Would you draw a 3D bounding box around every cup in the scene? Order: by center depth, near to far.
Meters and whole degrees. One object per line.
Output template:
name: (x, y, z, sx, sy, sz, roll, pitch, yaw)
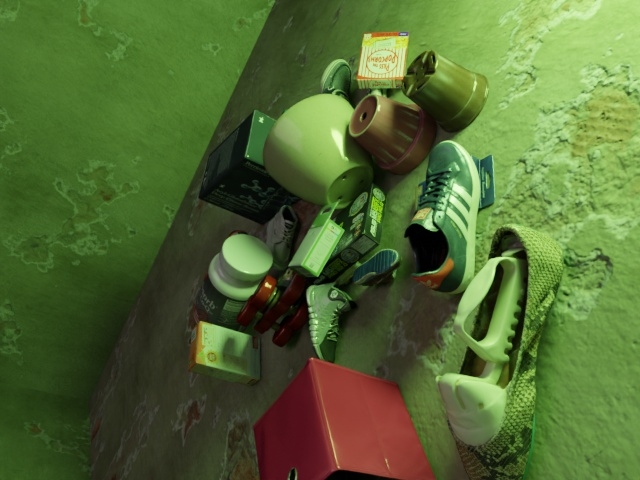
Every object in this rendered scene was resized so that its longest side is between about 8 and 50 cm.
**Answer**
cup: (0.027, -0.232, 1.636, 0.331, 0.331, 0.237, -53, 54, 23)

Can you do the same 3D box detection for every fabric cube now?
fabric cube: (0.037, 0.445, 1.136, 0.254, 0.259, 0.258, -54, 31, 25)

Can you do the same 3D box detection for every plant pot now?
plant pot: (0.306, -0.383, 1.377, 0.167, 0.165, 0.167, -38, 40, 41)
plant pot: (0.186, -0.305, 1.508, 0.201, 0.180, 0.201, -37, 41, 42)

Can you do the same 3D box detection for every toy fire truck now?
toy fire truck: (-0.115, 0.162, 1.700, 0.302, 0.169, 0.254, -50, 13, 46)

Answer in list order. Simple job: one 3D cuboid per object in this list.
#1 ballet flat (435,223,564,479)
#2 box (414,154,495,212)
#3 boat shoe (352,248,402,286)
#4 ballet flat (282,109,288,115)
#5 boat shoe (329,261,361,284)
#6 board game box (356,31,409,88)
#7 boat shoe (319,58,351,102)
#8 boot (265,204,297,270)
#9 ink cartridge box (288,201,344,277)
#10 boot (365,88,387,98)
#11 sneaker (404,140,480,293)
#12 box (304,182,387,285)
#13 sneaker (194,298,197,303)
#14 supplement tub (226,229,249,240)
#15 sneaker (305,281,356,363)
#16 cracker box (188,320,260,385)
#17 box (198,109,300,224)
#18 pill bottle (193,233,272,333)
ballet flat: (0.296, 0.196, 0.957, 0.164, 0.182, 0.483, -1, 69, 58)
box: (0.313, -0.112, 1.305, 0.225, 0.036, 0.137, -28, 47, 48)
boat shoe: (0.158, 0.073, 1.399, 0.183, 0.066, 0.066, -31, 42, 55)
ballet flat: (-0.131, -0.481, 2.290, 0.074, 0.074, 0.203, -54, 33, 23)
boat shoe: (0.066, 0.104, 1.552, 0.135, 0.045, 0.050, -44, 21, 32)
board game box: (0.200, -0.569, 1.729, 0.146, 0.045, 0.194, 2, 66, 13)
boat shoe: (0.067, -0.470, 1.911, 0.158, 0.127, 0.341, 15, 91, 55)
boot: (-0.135, -0.018, 1.929, 0.123, 0.095, 0.258, -56, 29, 32)
ink cartridge box: (0.000, 0.000, 1.530, 0.209, 0.062, 0.109, -61, 18, -15)
boot: (0.168, -0.474, 1.773, 0.086, 0.069, 0.190, -27, 48, 42)
sneaker: (0.254, -0.064, 1.191, 0.131, 0.148, 0.350, -20, 64, 52)
box: (0.072, -0.008, 1.559, 0.270, 0.060, 0.216, -41, 24, 39)
sneaker: (-0.344, 0.207, 2.135, 0.302, 0.121, 0.108, -31, 19, 22)
supplement tub: (-0.318, 0.024, 2.201, 0.106, 0.106, 0.198, -62, 30, 10)
sneaker: (0.039, 0.217, 1.488, 0.132, 0.086, 0.229, -19, 70, 20)
cracker box: (-0.311, 0.374, 1.802, 0.067, 0.232, 0.156, -45, 35, 36)
box: (-0.233, -0.260, 2.067, 0.395, 0.293, 0.212, -29, 47, 49)
pill bottle: (-0.299, 0.160, 1.887, 0.210, 0.210, 0.363, -98, 27, -43)
